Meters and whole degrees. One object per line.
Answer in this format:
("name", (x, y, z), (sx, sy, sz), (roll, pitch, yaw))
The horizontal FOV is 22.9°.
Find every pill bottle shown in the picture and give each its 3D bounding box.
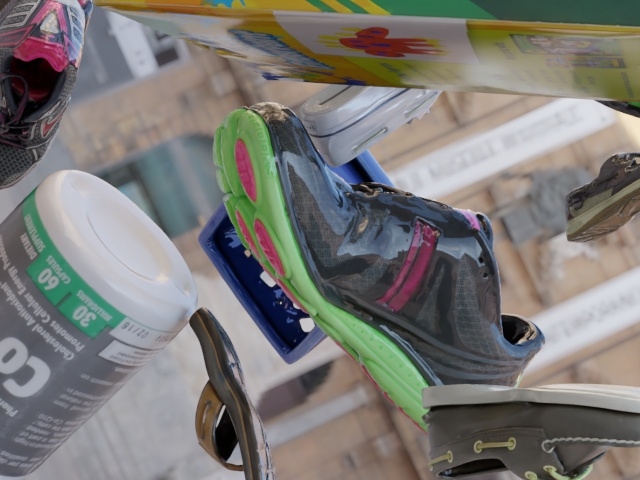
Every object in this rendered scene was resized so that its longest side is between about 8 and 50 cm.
("pill bottle", (-0.312, 0.117, 1.596), (0.204, 0.361, 0.204), (42, 17, -15))

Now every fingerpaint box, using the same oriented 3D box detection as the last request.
("fingerpaint box", (0.086, -0.208, 1.155), (0.445, 0.371, 0.163), (3, 92, -76))

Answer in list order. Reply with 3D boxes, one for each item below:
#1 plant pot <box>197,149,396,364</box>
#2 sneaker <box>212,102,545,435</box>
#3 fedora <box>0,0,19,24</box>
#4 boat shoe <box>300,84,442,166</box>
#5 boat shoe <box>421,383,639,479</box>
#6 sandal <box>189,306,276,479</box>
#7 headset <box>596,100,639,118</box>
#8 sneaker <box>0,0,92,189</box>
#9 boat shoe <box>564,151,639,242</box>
("plant pot", (0.000, 0.000, 2.211), (0.236, 0.212, 0.236), (55, -31, 7))
("sneaker", (0.063, 0.011, 1.604), (0.483, 0.202, 0.185), (47, -2, -37))
("fedora", (-0.337, -0.245, 1.349), (0.124, 0.275, 0.244), (40, 12, 3))
("boat shoe", (0.080, -0.157, 1.643), (0.083, 0.226, 0.076), (38, -26, 55))
("boat shoe", (0.201, 0.174, 1.414), (0.305, 0.109, 0.091), (-8, -102, 56))
("sandal", (-0.092, 0.162, 1.477), (0.090, 0.060, 0.219), (64, 2, -62))
("headset", (0.312, -0.258, 1.466), (0.243, 0.185, 0.394), (25, -19, 14))
("sneaker", (-0.321, -0.149, 1.649), (0.299, 0.120, 0.112), (119, -22, -49))
("boat shoe", (0.364, -0.071, 1.882), (0.223, 0.080, 0.073), (-41, -120, 48))
